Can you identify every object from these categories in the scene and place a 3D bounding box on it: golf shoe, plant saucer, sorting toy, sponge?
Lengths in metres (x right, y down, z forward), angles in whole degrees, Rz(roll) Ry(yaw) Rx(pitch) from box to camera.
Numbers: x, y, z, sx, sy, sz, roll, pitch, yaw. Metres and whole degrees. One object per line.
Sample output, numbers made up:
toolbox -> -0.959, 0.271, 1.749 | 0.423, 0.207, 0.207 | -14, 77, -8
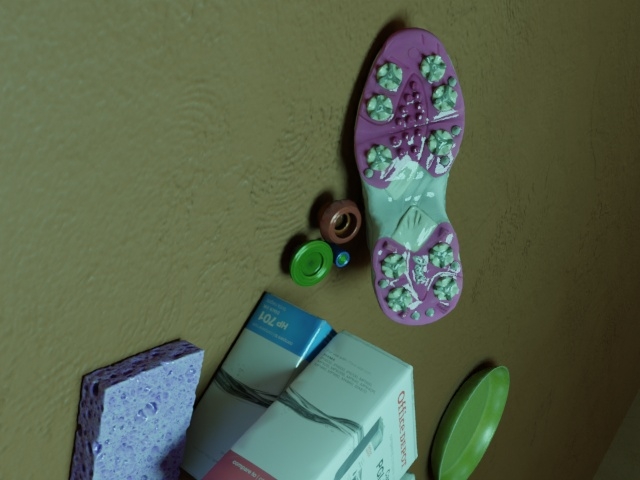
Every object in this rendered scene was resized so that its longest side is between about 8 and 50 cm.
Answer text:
golf shoe -> 0.085, -0.070, 0.978 | 0.140, 0.115, 0.306 | -117, -154, -76
plant saucer -> 0.253, 0.320, 1.583 | 0.241, 0.037, 0.241 | -37, 139, -41
sorting toy -> 0.000, 0.000, 0.943 | 0.102, 0.042, 0.061 | -49, 133, -6
sponge -> -0.168, 0.198, 0.811 | 0.117, 0.031, 0.210 | -17, 124, -54

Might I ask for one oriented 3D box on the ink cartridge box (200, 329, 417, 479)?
ink cartridge box -> -0.003, 0.217, 0.868 | 0.218, 0.092, 0.159 | -46, 145, -33

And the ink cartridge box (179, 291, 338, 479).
ink cartridge box -> -0.049, 0.170, 0.933 | 0.191, 0.082, 0.140 | -57, 149, -12

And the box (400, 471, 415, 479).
box -> 0.046, 0.397, 1.040 | 0.148, 0.121, 0.311 | -53, 141, -40
